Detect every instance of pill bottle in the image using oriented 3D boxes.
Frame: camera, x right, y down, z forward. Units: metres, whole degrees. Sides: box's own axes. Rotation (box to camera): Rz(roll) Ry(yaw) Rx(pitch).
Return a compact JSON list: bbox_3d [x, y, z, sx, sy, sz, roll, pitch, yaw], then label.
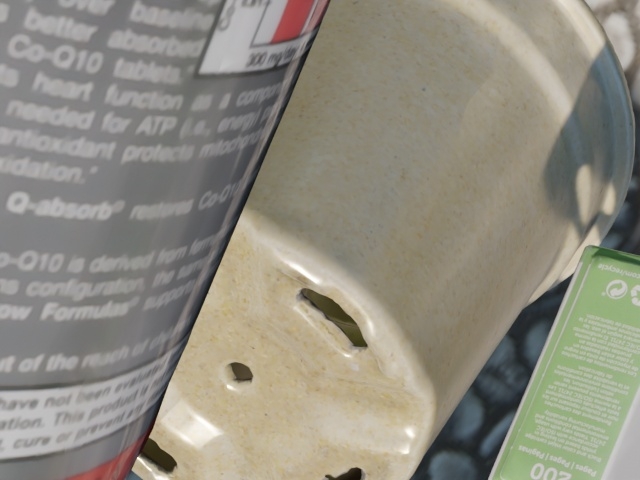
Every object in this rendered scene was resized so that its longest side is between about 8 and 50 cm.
[{"bbox_3d":[-0.089,-0.109,0.430,0.210,0.210,0.363,26,112,4],"label":"pill bottle"}]

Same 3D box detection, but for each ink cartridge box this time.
[{"bbox_3d":[0.115,0.143,0.748,0.056,0.171,0.235,15,69,31],"label":"ink cartridge box"}]

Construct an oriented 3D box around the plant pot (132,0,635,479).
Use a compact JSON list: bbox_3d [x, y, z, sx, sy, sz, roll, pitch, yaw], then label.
[{"bbox_3d":[0.000,0.000,1.035,0.334,0.334,0.305,26,41,4],"label":"plant pot"}]
